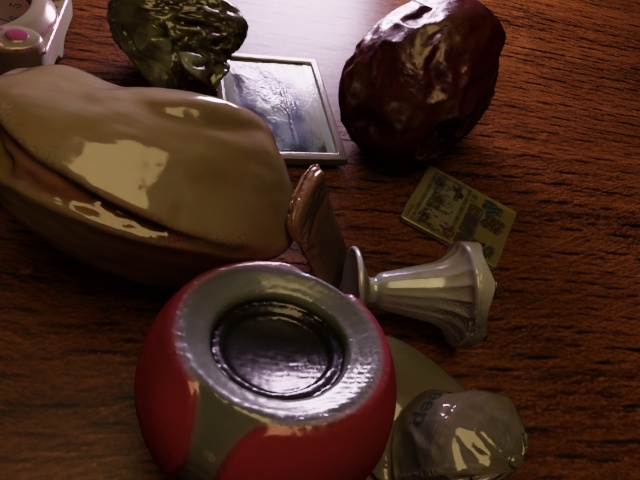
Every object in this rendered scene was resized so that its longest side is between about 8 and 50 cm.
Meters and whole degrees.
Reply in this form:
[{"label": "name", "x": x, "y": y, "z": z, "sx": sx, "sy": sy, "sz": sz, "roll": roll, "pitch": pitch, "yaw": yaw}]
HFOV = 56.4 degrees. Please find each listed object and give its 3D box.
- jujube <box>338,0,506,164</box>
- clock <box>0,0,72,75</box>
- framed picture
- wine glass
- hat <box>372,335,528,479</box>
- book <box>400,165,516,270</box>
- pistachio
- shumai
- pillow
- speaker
[{"label": "jujube", "x": 0.203, "y": -0.313, "z": 1.145, "sx": 0.277, "sy": 0.276, "sz": 0.377, "roll": 33, "pitch": 50, "yaw": 10}, {"label": "clock", "x": -0.622, "y": -0.395, "z": 1.060, "sx": 0.310, "sy": 0.114, "sz": 0.283, "roll": 5, "pitch": 53, "yaw": -11}, {"label": "framed picture", "x": -0.090, "y": -0.263, "z": 1.167, "sx": 0.232, "sy": 0.024, "sz": 0.314, "roll": -1, "pitch": 53, "yaw": -17}, {"label": "wine glass", "x": 0.137, "y": 0.075, "z": 0.885, "sx": 0.197, "sy": 0.164, "sz": 0.164, "roll": 4, "pitch": 52, "yaw": -7}, {"label": "hat", "x": 0.137, "y": 0.219, "z": 0.789, "sx": 0.244, "sy": 0.149, "sz": 0.214, "roll": 46, "pitch": 53, "yaw": 7}, {"label": "book", "x": 0.258, "y": -0.047, "z": 1.107, "sx": 0.192, "sy": 0.013, "sz": 0.168, "roll": 29, "pitch": 50, "yaw": 7}, {"label": "pistachio", "x": -0.239, "y": -0.093, "z": 0.825, "sx": 0.446, "sy": 0.281, "sz": 0.365, "roll": 24, "pitch": 18, "yaw": -12}, {"label": "shumai", "x": -0.262, "y": -0.348, "z": 1.113, "sx": 0.256, "sy": 0.189, "sz": 0.218, "roll": -1, "pitch": 75, "yaw": -18}, {"label": "pillow", "x": 0.001, "y": -0.003, "z": 0.882, "sx": 0.034, "sy": 0.211, "sz": 0.135, "roll": 4, "pitch": 47, "yaw": 24}, {"label": "speaker", "x": -0.066, "y": 0.161, "z": 0.681, "sx": 0.295, "sy": 0.294, "sz": 0.294, "roll": 8, "pitch": 51, "yaw": -10}]
